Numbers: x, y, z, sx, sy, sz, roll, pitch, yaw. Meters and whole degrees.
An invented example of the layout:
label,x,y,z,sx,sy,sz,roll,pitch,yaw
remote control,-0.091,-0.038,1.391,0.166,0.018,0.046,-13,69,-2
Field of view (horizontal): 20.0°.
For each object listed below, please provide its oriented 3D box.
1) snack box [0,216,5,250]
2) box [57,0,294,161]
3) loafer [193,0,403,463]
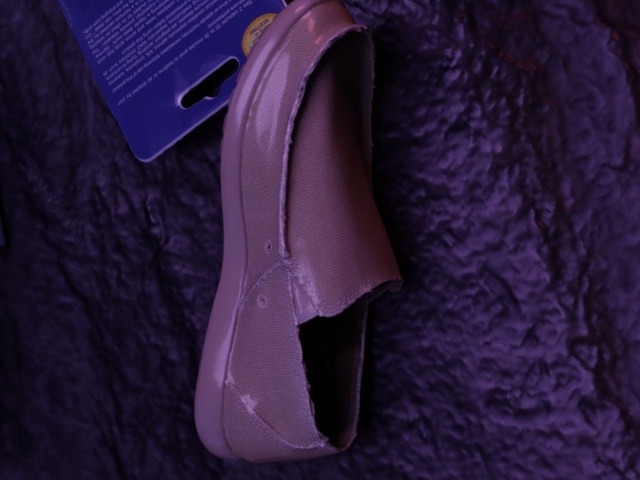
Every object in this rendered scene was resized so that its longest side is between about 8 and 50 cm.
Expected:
label,x,y,z,sx,sy,sz,roll,pitch,yaw
snack box,-0.262,-0.052,1.171,0.100,0.037,0.141,-14,82,29
box,-0.099,-0.171,1.083,0.136,0.036,0.225,-34,72,24
loafer,0.000,0.000,0.998,0.092,0.102,0.269,15,106,27
